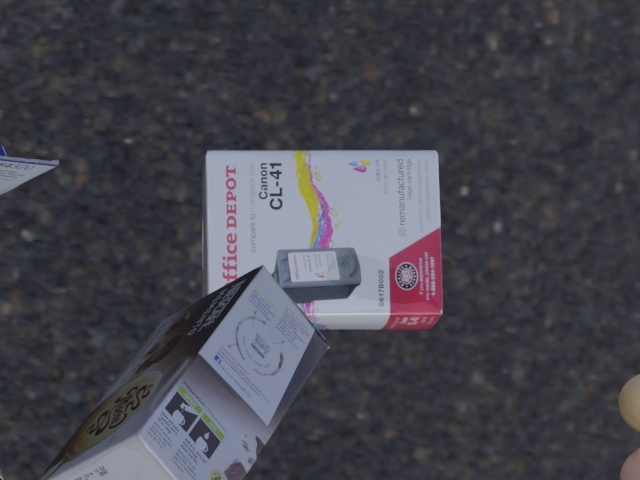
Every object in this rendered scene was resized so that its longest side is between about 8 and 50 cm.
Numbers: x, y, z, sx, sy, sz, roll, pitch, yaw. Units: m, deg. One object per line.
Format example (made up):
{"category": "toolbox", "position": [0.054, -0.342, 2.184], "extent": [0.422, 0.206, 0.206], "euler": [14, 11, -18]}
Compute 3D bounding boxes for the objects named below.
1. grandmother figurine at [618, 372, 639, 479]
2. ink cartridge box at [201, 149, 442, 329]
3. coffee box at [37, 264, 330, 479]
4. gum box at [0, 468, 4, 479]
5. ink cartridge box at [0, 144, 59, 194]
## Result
{"category": "grandmother figurine", "position": [0.273, 0.245, 1.163], "extent": [0.208, 0.104, 0.342], "euler": [57, 16, -30]}
{"category": "ink cartridge box", "position": [0.000, 0.000, 2.280], "extent": [0.306, 0.131, 0.226], "euler": [0, 80, -7]}
{"category": "coffee box", "position": [-0.133, 0.173, 1.735], "extent": [0.119, 0.168, 0.297], "euler": [51, 38, -12]}
{"category": "gum box", "position": [-0.433, 0.297, 1.969], "extent": [0.062, 0.107, 0.188], "euler": [29, 102, -33]}
{"category": "ink cartridge box", "position": [-0.506, -0.069, 1.865], "extent": [0.324, 0.330, 0.071], "euler": [6, 66, -51]}
